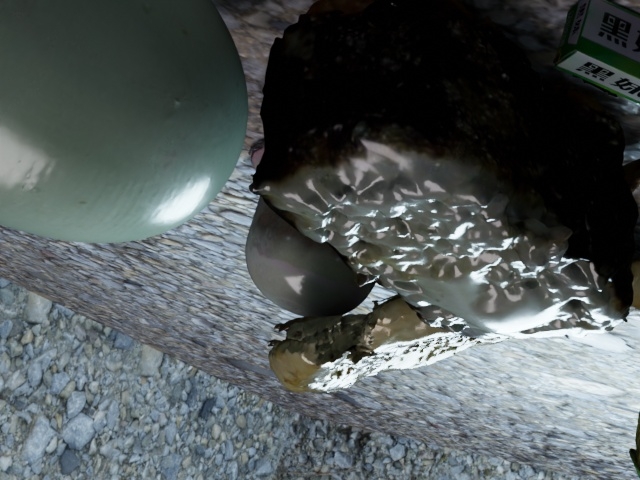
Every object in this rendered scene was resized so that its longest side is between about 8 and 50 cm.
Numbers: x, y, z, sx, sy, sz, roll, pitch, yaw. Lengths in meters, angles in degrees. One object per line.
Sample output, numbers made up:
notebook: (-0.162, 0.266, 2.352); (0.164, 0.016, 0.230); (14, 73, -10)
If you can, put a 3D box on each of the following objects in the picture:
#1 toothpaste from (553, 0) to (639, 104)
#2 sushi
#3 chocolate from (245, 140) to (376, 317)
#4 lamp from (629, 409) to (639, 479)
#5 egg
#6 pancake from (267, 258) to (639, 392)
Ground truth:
toothpaste: (0.234, -0.096, 0.815); (0.179, 0.043, 0.037); (22, 166, -11)
sushi: (0.113, -0.045, 0.916); (0.196, 0.181, 0.343); (0, 158, 42)
chocolate: (0.006, 0.006, 1.313); (0.221, 0.147, 0.221); (15, 164, 4)
lamp: (0.440, 0.193, 1.333); (0.250, 0.284, 0.250); (-3, 129, -4)
egg: (-0.212, -0.137, 0.878); (0.371, 0.230, 0.230); (34, 161, -29)
pancake: (0.128, 0.074, 1.222); (0.382, 0.071, 0.382); (-13, 171, -2)
